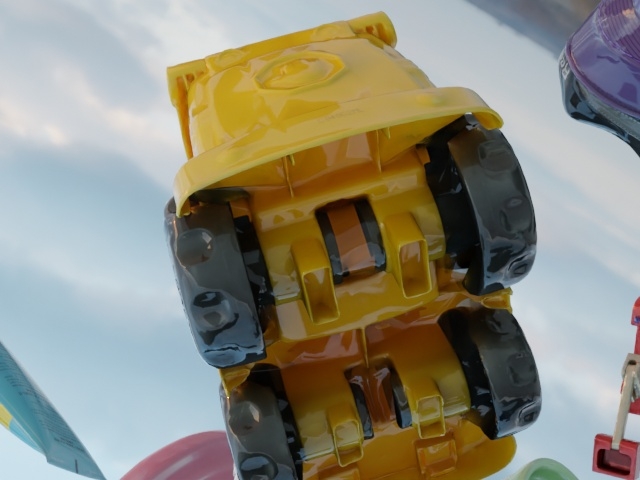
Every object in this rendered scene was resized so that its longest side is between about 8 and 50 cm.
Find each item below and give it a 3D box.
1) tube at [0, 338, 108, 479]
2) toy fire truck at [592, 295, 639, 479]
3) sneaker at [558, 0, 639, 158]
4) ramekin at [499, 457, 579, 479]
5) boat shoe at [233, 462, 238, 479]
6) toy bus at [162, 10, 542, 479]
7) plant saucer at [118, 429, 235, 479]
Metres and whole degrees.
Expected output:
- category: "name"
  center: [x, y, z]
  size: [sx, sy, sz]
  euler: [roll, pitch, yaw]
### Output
- category: "tube"
  center: [-0.238, 0.107, 0.881]
  size: [0.207, 0.052, 0.080]
  euler: [38, -178, 30]
- category: "toy fire truck"
  center: [0.344, 0.151, 1.275]
  size: [0.047, 0.192, 0.135]
  euler: [9, -174, 30]
- category: "sneaker"
  center: [0.264, -0.045, 0.679]
  size: [0.283, 0.124, 0.107]
  euler: [40, -131, -4]
- category: "ramekin"
  center: [0.294, 0.468, 1.632]
  size: [0.303, 0.148, 0.303]
  euler: [38, -143, -37]
- category: "boat shoe"
  center: [0.057, 0.217, 0.753]
  size: [0.277, 0.098, 0.096]
  euler: [27, -121, -18]
- category: "toy bus"
  center: [0.000, 0.000, 0.582]
  size: [0.149, 0.220, 0.211]
  euler: [-17, -144, -8]
- category: "plant saucer"
  center: [-0.099, 0.333, 1.019]
  size: [0.084, 0.332, 0.332]
  euler: [13, 180, 38]
